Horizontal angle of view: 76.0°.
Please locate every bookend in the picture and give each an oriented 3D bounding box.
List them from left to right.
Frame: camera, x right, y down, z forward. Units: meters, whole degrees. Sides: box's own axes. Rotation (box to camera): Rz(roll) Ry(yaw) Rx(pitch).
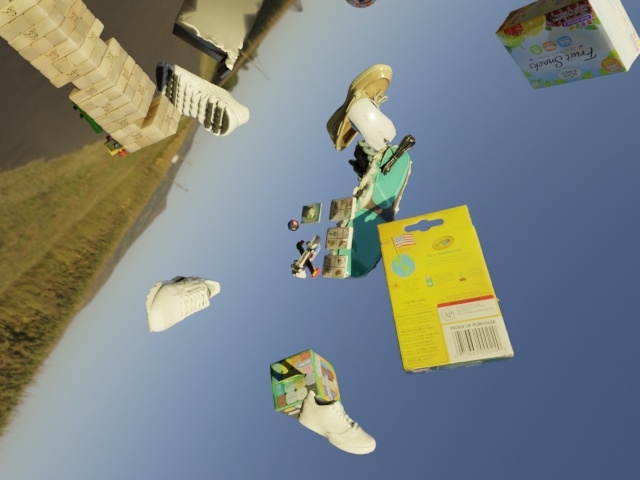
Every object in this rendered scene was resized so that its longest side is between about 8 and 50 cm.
[{"bbox_3d":[-0.148,-0.309,0.486,0.157,0.156,0.072,-65,-154,3],"label":"bookend"}]

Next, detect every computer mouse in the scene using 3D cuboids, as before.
[{"bbox_3d":[0.128,-0.225,0.882,0.106,0.193,0.042,-43,-136,15],"label":"computer mouse"}]

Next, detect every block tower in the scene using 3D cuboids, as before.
[{"bbox_3d":[-0.375,-0.286,0.658,0.097,0.335,0.090,-16,-127,20],"label":"block tower"}]

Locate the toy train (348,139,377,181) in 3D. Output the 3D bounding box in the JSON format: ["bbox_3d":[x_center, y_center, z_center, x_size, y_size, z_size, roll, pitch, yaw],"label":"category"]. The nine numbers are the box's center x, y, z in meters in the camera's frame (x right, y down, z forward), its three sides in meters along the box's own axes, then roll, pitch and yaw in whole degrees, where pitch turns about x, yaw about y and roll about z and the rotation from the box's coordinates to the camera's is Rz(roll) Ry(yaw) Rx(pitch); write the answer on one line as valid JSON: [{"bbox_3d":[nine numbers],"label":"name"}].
[{"bbox_3d":[0.242,-0.319,1.744,0.334,0.190,0.142,-105,-147,-55],"label":"toy train"}]

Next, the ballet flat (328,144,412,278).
[{"bbox_3d":[0.125,-0.068,1.078,0.147,0.147,0.408,-10,-133,57],"label":"ballet flat"}]

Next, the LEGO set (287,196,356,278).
[{"bbox_3d":[0.000,0.000,0.986,0.244,0.060,0.182,-3,-103,50],"label":"LEGO set"}]

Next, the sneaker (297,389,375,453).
[{"bbox_3d":[0.045,0.455,1.039,0.080,0.212,0.094,6,103,-71],"label":"sneaker"}]

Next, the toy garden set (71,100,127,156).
[{"bbox_3d":[-0.640,-0.395,1.264,0.049,0.203,0.244,-9,-138,18],"label":"toy garden set"}]

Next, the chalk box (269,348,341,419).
[{"bbox_3d":[-0.067,0.528,1.508,0.180,0.289,0.179,-23,-129,11],"label":"chalk box"}]

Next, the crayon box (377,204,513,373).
[{"bbox_3d":[0.244,0.098,0.848,0.202,0.081,0.318,-12,-116,12],"label":"crayon box"}]

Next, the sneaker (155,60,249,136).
[{"bbox_3d":[-0.320,-0.383,1.099,0.118,0.292,0.110,-40,163,-50],"label":"sneaker"}]

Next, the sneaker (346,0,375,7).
[{"bbox_3d":[0.037,-0.645,0.803,0.125,0.321,0.180,-24,180,17],"label":"sneaker"}]

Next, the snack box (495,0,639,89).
[{"bbox_3d":[0.495,-0.406,0.829,0.070,0.174,0.207,-54,-155,-5],"label":"snack box"}]

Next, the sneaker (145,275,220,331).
[{"bbox_3d":[-0.291,0.125,0.875,0.235,0.095,0.090,-77,171,-76],"label":"sneaker"}]

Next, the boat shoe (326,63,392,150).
[{"bbox_3d":[0.116,-0.373,1.173,0.285,0.105,0.089,-47,-130,52],"label":"boat shoe"}]

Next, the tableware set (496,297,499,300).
[{"bbox_3d":[0.558,0.194,1.502,0.141,0.169,0.020,-154,-101,-84],"label":"tableware set"}]
